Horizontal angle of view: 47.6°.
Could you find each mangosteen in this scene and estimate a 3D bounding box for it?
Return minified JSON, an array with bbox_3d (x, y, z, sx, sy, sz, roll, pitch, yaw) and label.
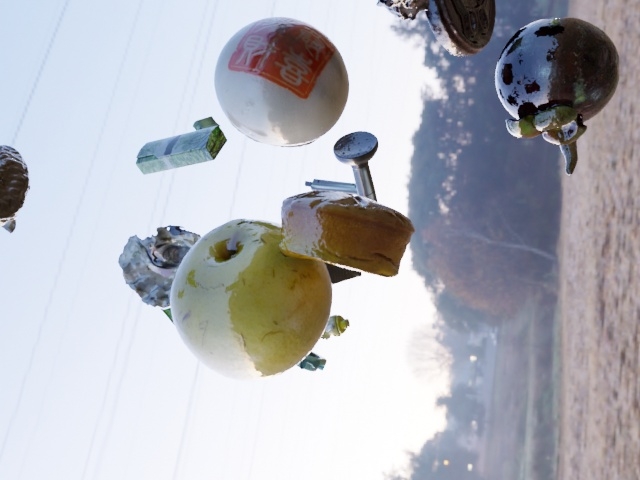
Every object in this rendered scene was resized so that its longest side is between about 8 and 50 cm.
[{"bbox_3d":[0.530,-0.360,1.643,0.288,0.287,0.288,4,-90,-74],"label":"mangosteen"}]

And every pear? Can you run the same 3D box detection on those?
[{"bbox_3d":[-0.143,0.119,1.505,0.348,0.348,0.349,4,-90,-74],"label":"pear"}]

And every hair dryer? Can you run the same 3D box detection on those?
[{"bbox_3d":[0.066,-0.219,2.558,0.156,0.283,0.321,-77,-14,-46],"label":"hair dryer"}]

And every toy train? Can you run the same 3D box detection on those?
[{"bbox_3d":[-0.376,-0.376,2.396,0.056,0.038,0.093,52,-142,5],"label":"toy train"}]

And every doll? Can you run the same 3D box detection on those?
[{"bbox_3d":[-0.002,0.243,1.961,0.106,0.162,0.062,3,-110,-77],"label":"doll"}]

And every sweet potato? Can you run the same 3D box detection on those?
[{"bbox_3d":[0.692,-0.280,2.014,0.069,0.059,0.250,-36,35,62],"label":"sweet potato"}]

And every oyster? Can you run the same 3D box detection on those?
[{"bbox_3d":[-0.418,0.068,2.110,0.115,0.351,0.238,-32,-75,-83],"label":"oyster"}]

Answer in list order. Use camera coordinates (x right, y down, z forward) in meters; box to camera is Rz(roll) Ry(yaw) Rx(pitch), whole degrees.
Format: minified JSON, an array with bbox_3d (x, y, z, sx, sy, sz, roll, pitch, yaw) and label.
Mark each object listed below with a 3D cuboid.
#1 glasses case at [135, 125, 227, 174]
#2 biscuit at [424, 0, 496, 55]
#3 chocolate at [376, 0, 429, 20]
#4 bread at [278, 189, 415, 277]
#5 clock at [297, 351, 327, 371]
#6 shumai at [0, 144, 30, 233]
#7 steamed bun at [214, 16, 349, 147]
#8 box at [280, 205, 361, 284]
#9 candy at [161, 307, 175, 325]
[{"bbox_3d":[-0.394,-0.253,2.032,0.062,0.272,0.095,58,-140,-33],"label":"glasses case"},{"bbox_3d":[0.403,-0.738,2.102,0.407,0.091,0.408,14,-107,-53],"label":"biscuit"},{"bbox_3d":[0.221,-0.644,1.807,0.206,0.224,0.177,-53,-28,-41],"label":"chocolate"},{"bbox_3d":[0.048,-0.016,1.353,0.269,0.195,0.143,14,-91,-32],"label":"bread"},{"bbox_3d":[-0.046,0.318,1.949,0.041,0.101,0.135,-66,-20,1],"label":"clock"},{"bbox_3d":[-0.666,-0.067,1.466,0.186,0.183,0.218,83,170,-46],"label":"shumai"},{"bbox_3d":[-0.096,-0.441,1.932,0.241,0.374,0.375,116,169,-60],"label":"steamed bun"},{"bbox_3d":[-0.002,0.001,2.137,0.273,0.143,0.184,-134,30,-60],"label":"box"},{"bbox_3d":[-0.361,0.216,2.091,0.178,0.102,0.032,-2,-66,-47],"label":"candy"}]
